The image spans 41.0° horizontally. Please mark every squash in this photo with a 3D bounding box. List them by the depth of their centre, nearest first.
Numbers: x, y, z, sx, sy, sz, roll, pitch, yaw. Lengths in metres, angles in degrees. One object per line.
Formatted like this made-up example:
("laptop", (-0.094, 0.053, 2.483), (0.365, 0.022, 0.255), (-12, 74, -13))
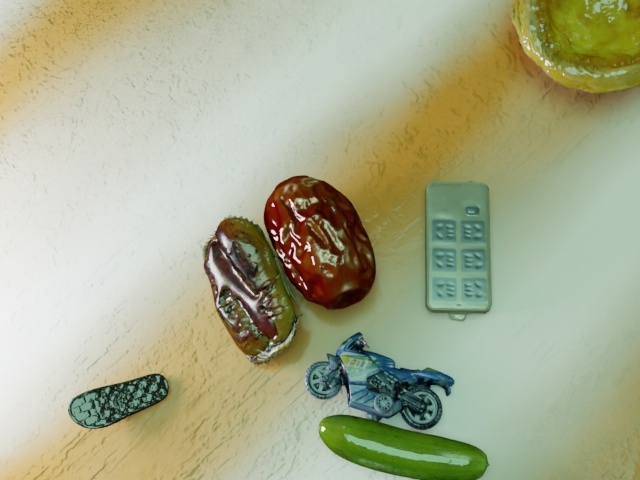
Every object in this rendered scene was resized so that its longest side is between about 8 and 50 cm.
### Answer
("squash", (0.137, 0.359, 1.456), (0.292, 0.082, 0.082), (12, 75, 8))

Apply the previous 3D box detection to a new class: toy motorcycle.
("toy motorcycle", (0.104, 0.241, 1.494), (0.254, 0.092, 0.136), (18, 67, 1))

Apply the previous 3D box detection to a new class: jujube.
("jujube", (0.000, 0.000, 1.529), (0.174, 0.174, 0.250), (-29, 67, -3))

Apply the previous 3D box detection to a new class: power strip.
("power strip", (0.251, 0.010, 1.568), (0.117, 0.046, 0.271), (0, 73, 6))

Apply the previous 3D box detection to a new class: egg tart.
("egg tart", (0.515, -0.399, 1.621), (0.318, 0.128, 0.319), (-1, 72, 4))

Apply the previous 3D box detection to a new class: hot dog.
("hot dog", (-0.132, 0.089, 1.540), (0.162, 0.081, 0.271), (-35, 75, 35))

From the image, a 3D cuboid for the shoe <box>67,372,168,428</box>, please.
("shoe", (-0.362, 0.292, 1.547), (0.179, 0.049, 0.071), (-17, 77, -20))
